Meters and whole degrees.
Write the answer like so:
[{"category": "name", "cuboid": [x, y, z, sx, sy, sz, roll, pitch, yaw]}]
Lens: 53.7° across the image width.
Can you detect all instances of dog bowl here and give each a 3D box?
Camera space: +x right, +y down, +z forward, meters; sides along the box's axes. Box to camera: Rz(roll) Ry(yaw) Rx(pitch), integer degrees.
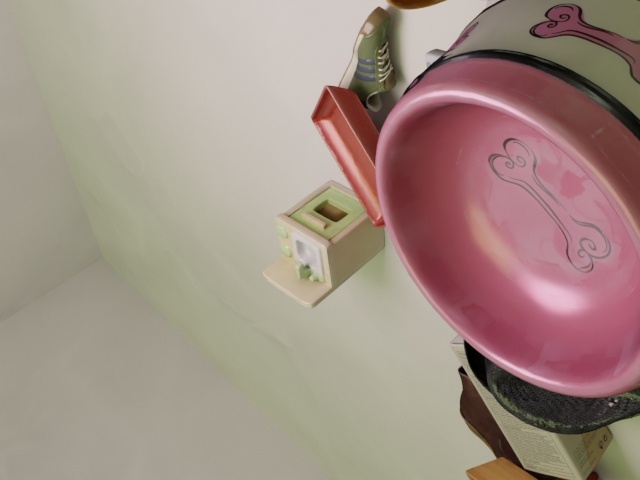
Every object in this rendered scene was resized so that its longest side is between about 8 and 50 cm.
[{"category": "dog bowl", "cuboid": [0.218, -0.025, 0.627, 0.408, 0.150, 0.408, 45, 155, 28]}]

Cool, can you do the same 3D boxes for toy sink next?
[{"category": "toy sink", "cuboid": [0.000, 0.000, 1.312, 0.153, 0.234, 0.131, 31, 145, 35]}]

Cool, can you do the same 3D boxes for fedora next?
[{"category": "fedora", "cuboid": [0.374, 0.192, 0.949, 0.334, 0.152, 0.334, 10, 119, 19]}]

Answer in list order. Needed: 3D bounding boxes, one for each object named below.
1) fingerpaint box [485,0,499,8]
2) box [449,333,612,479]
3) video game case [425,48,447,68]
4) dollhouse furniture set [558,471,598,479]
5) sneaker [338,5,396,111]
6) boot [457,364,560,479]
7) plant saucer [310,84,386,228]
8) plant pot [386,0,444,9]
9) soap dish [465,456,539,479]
[{"category": "fingerpaint box", "cuboid": [0.367, -0.196, 0.563, 0.445, 0.163, 0.371, 46, 153, 36]}, {"category": "box", "cuboid": [0.392, 0.280, 1.178, 0.148, 0.121, 0.311, -11, 113, 58]}, {"category": "video game case", "cuboid": [0.208, -0.125, 0.759, 0.201, 0.023, 0.183, 38, 151, 50]}, {"category": "dollhouse furniture set", "cuboid": [0.572, 0.527, 1.163, 0.201, 0.152, 0.374, 55, 151, -5]}, {"category": "sneaker", "cuboid": [0.094, -0.287, 1.038, 0.086, 0.064, 0.192, 39, 150, 7]}, {"category": "boot", "cuboid": [0.392, 0.387, 1.330, 0.248, 0.090, 0.206, 28, 146, 42]}, {"category": "plant saucer", "cuboid": [0.078, -0.147, 1.136, 0.258, 0.048, 0.259, 59, 173, -2]}, {"category": "plant pot", "cuboid": [0.127, -0.409, 0.729, 0.188, 0.205, 0.205, 65, 152, 7]}, {"category": "soap dish", "cuboid": [0.436, 0.583, 1.255, 0.229, 0.118, 0.291, 20, 146, 59]}]
